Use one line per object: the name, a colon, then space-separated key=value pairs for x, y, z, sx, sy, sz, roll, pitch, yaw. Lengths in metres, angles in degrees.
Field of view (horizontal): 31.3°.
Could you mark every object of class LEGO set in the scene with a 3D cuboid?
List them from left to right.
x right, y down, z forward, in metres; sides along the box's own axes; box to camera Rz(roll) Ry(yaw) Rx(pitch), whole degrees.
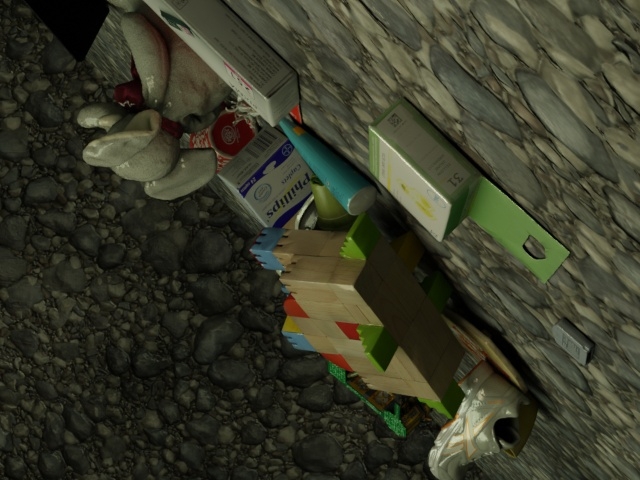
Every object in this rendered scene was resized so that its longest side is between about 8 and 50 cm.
LEGO set: x=0.146 y=0.174 z=2.069 sx=0.255 sy=0.192 sz=0.331 roll=33 pitch=150 yaw=35

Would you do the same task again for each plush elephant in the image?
plush elephant: x=-0.260 y=-0.203 z=1.770 sx=0.330 sy=0.255 sz=0.272 roll=44 pitch=177 yaw=29

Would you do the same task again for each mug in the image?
mug: x=-0.186 y=-0.197 z=2.085 sx=0.150 sy=0.113 sz=0.169 roll=45 pitch=170 yaw=-9

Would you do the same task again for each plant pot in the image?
plant pot: x=0.020 y=-0.070 z=1.751 sx=0.083 sy=0.083 sz=0.079 roll=36 pitch=157 yaw=54
plant pot: x=0.321 y=0.296 z=1.979 sx=0.134 sy=0.095 sz=0.134 roll=44 pitch=173 yaw=6

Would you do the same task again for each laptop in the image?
laptop: x=-0.548 y=-0.513 z=2.282 sx=0.264 sy=0.136 sz=0.234 roll=38 pitch=169 yaw=49

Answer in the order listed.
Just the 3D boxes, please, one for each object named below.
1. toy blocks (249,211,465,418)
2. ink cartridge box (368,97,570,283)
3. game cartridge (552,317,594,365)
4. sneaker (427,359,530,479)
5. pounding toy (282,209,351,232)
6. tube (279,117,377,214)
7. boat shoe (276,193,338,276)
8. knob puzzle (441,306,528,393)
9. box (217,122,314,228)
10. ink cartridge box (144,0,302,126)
toy blocks: x=0.041 y=0.112 z=1.765 sx=0.261 sy=0.190 sz=0.381 roll=3 pitch=142 yaw=42
ink cartridge box: x=0.151 y=-0.035 z=1.225 sx=0.235 sy=0.056 sz=0.171 roll=46 pitch=173 yaw=11
game cartridge: x=0.304 y=0.121 z=1.377 sx=0.056 sy=0.017 sz=0.083 roll=39 pitch=172 yaw=20
sneaker: x=0.261 y=0.324 z=1.865 sx=0.121 sy=0.099 sz=0.262 roll=34 pitch=134 yaw=25
pounding toy: x=0.007 y=-0.005 z=2.032 sx=0.094 sy=0.181 sz=0.206 roll=8 pitch=-155 yaw=-40
tube: x=0.002 y=-0.118 z=1.678 sx=0.207 sy=0.052 sz=0.080 roll=47 pitch=176 yaw=33
boat shoe: x=-0.005 y=-0.002 z=1.898 sx=0.068 sy=0.081 sz=0.227 roll=48 pitch=137 yaw=24
knob puzzle: x=0.266 y=0.168 z=1.828 sx=0.213 sy=0.030 sz=0.213 roll=46 pitch=174 yaw=6
box: x=-0.084 y=-0.103 z=1.940 sx=0.072 sy=0.126 sz=0.137 roll=37 pitch=170 yaw=42
ink cartridge box: x=-0.142 y=-0.269 z=1.594 sx=0.275 sy=0.060 sz=0.239 roll=45 pitch=172 yaw=9
